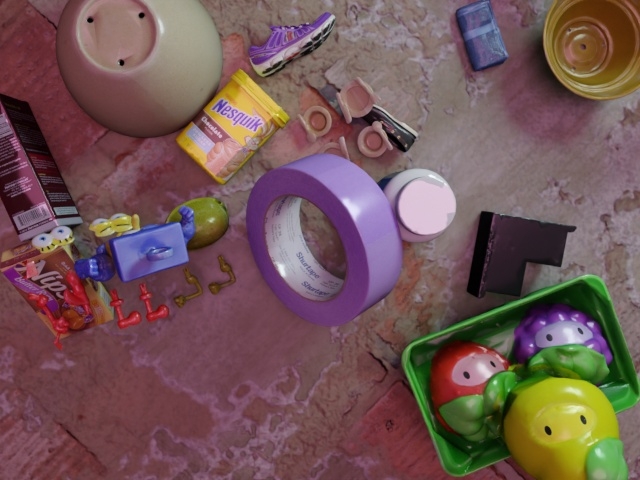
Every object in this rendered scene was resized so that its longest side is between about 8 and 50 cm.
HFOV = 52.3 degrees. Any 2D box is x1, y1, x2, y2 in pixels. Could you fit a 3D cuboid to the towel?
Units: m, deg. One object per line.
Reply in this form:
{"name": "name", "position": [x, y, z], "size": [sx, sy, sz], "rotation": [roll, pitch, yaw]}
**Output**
{"name": "towel", "position": [0.293, -0.373, 1.184], "size": [0.067, 0.029, 0.119], "rotation": [-19, 95, -1]}

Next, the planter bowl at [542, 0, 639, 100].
{"name": "planter bowl", "position": [0.487, -0.354, 1.165], "size": [0.217, 0.090, 0.217], "rotation": [0, 94, -4]}

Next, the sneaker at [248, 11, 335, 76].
{"name": "sneaker", "position": [-0.052, -0.360, 1.150], "size": [0.170, 0.068, 0.071], "rotation": [-30, 89, 0]}

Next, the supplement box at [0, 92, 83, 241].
{"name": "supplement box", "position": [-0.504, -0.123, 1.109], "size": [0.073, 0.130, 0.239], "rotation": [-23, 94, -1]}

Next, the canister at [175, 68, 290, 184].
{"name": "canister", "position": [-0.156, -0.197, 1.151], "size": [0.126, 0.073, 0.170], "rotation": [44, 92, -4]}

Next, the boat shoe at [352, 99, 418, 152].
{"name": "boat shoe", "position": [0.112, -0.208, 1.176], "size": [0.133, 0.049, 0.042], "rotation": [32, 84, -9]}

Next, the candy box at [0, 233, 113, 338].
{"name": "candy box", "position": [-0.445, 0.078, 1.117], "size": [0.109, 0.053, 0.186], "rotation": [-20, 132, -2]}

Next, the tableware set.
{"name": "tableware set", "position": [0.043, -0.197, 1.162], "size": [0.169, 0.020, 0.141], "rotation": [-26, 93, 22]}

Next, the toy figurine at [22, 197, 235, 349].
{"name": "toy figurine", "position": [-0.251, 0.037, 1.018], "size": [0.363, 0.217, 0.191], "rotation": [-16, 95, -33]}

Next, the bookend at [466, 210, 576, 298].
{"name": "bookend", "position": [0.366, 0.035, 1.194], "size": [0.157, 0.072, 0.156], "rotation": [8, 94, -4]}

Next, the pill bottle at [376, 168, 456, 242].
{"name": "pill bottle", "position": [0.155, -0.059, 1.101], "size": [0.124, 0.221, 0.124], "rotation": [0, 94, -3]}

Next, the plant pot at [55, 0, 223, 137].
{"name": "plant pot", "position": [-0.313, -0.320, 1.076], "size": [0.284, 0.191, 0.284], "rotation": [0, 94, -2]}

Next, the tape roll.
{"name": "tape roll", "position": [0.000, 0.000, 1.076], "size": [0.090, 0.275, 0.274], "rotation": [-27, 96, -41]}

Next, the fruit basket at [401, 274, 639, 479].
{"name": "fruit basket", "position": [0.345, 0.245, 1.063], "size": [0.392, 0.392, 0.283], "rotation": [-22, 95, -1]}
